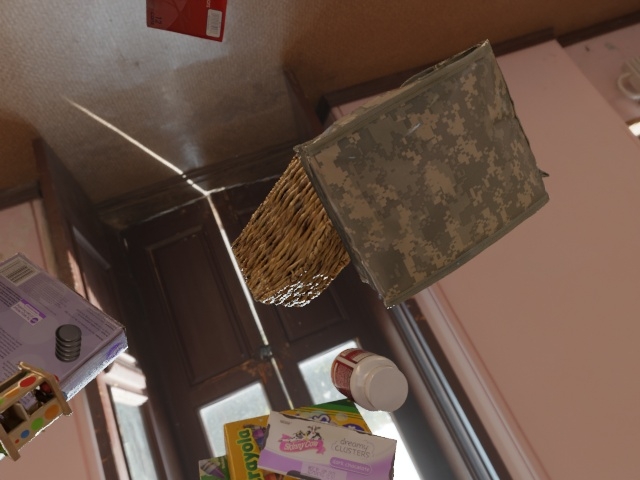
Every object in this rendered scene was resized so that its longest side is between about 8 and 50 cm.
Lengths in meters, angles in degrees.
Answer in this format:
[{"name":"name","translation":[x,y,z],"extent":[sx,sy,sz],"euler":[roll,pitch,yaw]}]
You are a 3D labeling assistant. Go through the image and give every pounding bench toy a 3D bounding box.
[{"name":"pounding bench toy","translation":[-0.294,0.153,0.415],"extent":[0.065,0.083,0.052],"euler":[-45,138,-51]}]

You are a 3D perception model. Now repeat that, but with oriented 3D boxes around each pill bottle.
[{"name":"pill bottle","translation":[0.077,0.226,0.704],"extent":[0.086,0.086,0.152],"euler":[-19,180,-17]}]

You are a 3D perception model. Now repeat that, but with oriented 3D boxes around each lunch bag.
[{"name":"lunch bag","translation":[0.143,-0.093,0.587],"extent":[0.287,0.235,0.169],"euler":[-29,-166,-2]}]

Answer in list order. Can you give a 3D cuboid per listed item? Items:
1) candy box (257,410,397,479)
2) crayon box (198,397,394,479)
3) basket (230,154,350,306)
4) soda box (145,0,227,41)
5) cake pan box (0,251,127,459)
[{"name":"candy box","translation":[0.017,0.298,0.608],"extent":[0.165,0.070,0.196],"euler":[9,155,11]},{"name":"crayon box","translation":[-0.054,0.412,0.798],"extent":[0.323,0.203,0.083],"euler":[-6,109,-18]},{"name":"basket","translation":[0.000,0.000,0.911],"extent":[0.223,0.213,0.299],"euler":[18,119,-46]},{"name":"soda box","translation":[-0.119,-0.343,0.414],"extent":[0.084,0.092,0.263],"euler":[5,135,-17]},{"name":"cake pan box","translation":[-0.483,0.161,0.655],"extent":[0.246,0.267,0.070],"euler":[-48,162,-44]}]
